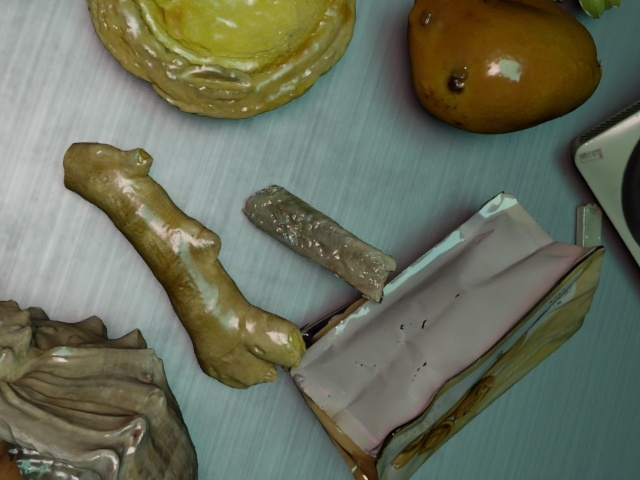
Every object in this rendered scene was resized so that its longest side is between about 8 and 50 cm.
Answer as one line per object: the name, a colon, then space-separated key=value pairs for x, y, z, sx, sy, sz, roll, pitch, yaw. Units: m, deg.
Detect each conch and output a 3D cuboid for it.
conch: x=-0.209 y=0.168 z=0.686 sx=0.210 sy=0.297 sz=0.352 roll=-57 pitch=135 yaw=-31

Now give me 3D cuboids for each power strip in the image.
power strip: x=0.320 y=-0.003 z=0.986 sx=0.027 sy=0.017 sz=0.083 roll=4 pitch=89 yaw=-19

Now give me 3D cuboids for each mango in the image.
mango: x=0.205 y=-0.188 z=0.878 sx=0.236 sy=0.166 sz=0.136 roll=-23 pitch=143 yaw=-38

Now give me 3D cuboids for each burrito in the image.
burrito: x=0.000 y=-0.001 z=0.832 sx=0.171 sy=0.042 sz=0.051 roll=33 pitch=84 yaw=19

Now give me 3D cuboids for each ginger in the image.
ginger: x=-0.138 y=0.023 z=0.788 sx=0.118 sy=0.065 sz=0.299 roll=-34 pitch=101 yaw=29

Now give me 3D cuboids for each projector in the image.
projector: x=0.462 y=-0.067 z=0.941 sx=0.257 sy=0.079 sz=0.259 roll=-32 pitch=102 yaw=19

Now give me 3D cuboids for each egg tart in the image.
egg tart: x=-0.096 y=-0.251 z=0.801 sx=0.278 sy=0.095 sz=0.279 roll=2 pitch=85 yaw=-18

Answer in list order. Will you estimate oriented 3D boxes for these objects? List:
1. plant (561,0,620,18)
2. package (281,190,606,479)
plant: x=0.295 y=-0.417 z=0.888 sx=0.261 sy=0.297 sz=0.306 roll=39 pitch=94 yaw=15
package: x=0.123 y=0.100 z=0.868 sx=0.311 sy=0.221 sz=0.165 roll=-38 pitch=63 yaw=-13
